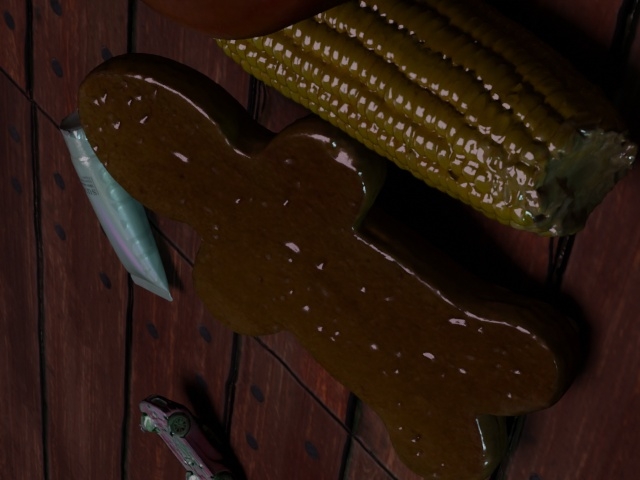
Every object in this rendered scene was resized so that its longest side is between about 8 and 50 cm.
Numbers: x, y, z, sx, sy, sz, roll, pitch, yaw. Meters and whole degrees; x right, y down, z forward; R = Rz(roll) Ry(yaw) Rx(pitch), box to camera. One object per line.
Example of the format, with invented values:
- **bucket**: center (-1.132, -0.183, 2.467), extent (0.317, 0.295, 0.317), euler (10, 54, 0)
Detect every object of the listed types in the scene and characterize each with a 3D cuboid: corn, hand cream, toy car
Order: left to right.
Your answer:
- **hand cream**: center (-0.197, -0.033, 1.879), extent (0.078, 0.050, 0.205), euler (20, 137, 51)
- **toy car**: center (-0.132, 0.210, 1.996), extent (0.142, 0.055, 0.069), euler (55, 156, -21)
- **corn**: center (0.061, -0.115, 1.288), extent (0.344, 0.131, 0.131), euler (37, 145, 35)

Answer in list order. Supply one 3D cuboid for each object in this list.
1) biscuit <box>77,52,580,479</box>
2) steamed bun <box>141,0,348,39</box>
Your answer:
- **biscuit**: center (0.001, -0.001, 1.462), extent (0.432, 0.064, 0.283), euler (38, 144, 3)
- **steamed bun**: center (-0.065, -0.322, 1.178), extent (0.248, 0.235, 0.379), euler (7, 121, 50)
